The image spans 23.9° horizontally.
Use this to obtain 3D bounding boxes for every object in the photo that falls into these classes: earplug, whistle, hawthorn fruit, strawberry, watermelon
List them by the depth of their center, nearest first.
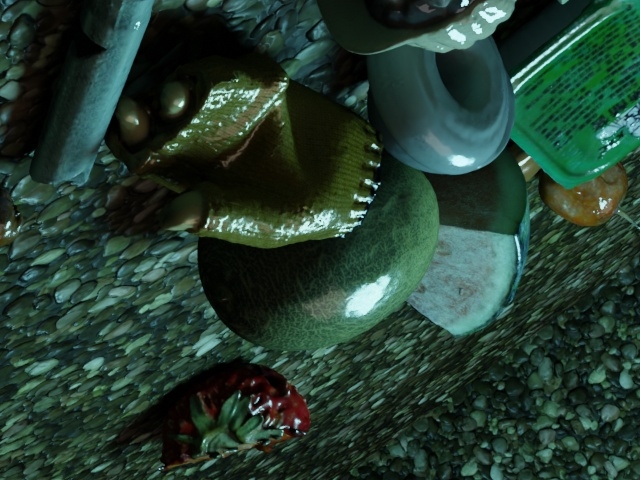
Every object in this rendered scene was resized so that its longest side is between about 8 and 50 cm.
[{"bbox_3d":[-0.213,-0.146,1.403,0.062,0.062,0.312,-22,159,-33],"label":"whistle"},{"bbox_3d":[-0.350,-0.016,1.508,0.103,0.067,0.067,-21,162,0],"label":"hawthorn fruit"},{"bbox_3d":[0.125,-0.168,1.710,0.175,0.214,0.325,-12,174,10],"label":"earplug"},{"bbox_3d":[0.164,-0.050,2.050,0.292,0.283,0.250,19,140,-41],"label":"watermelon"},{"bbox_3d":[0.448,-0.093,2.506,0.149,0.189,0.149,-21,128,-30],"label":"hawthorn fruit"},{"bbox_3d":[-0.134,0.286,2.528,0.253,0.150,0.280,-19,171,23],"label":"strawberry"}]

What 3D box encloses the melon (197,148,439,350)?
[{"bbox_3d":[0.000,0.000,1.841,0.329,0.248,0.248,-28,162,-36],"label":"melon"}]

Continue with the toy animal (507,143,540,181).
[{"bbox_3d":[0.302,-0.111,2.336,0.312,0.097,0.157,-37,156,5],"label":"toy animal"}]

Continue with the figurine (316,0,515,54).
[{"bbox_3d":[0.101,-0.294,1.371,0.204,0.185,0.332,4,162,-1],"label":"figurine"}]

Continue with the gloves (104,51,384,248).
[{"bbox_3d":[-0.081,-0.093,1.574,0.356,0.155,0.203,18,84,-51],"label":"gloves"}]

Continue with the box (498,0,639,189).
[{"bbox_3d":[0.359,-0.228,2.024,0.264,0.106,0.336,-37,147,13],"label":"box"}]

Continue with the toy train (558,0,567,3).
[{"bbox_3d":[0.337,-0.363,1.774,0.194,0.081,0.125,-37,172,3],"label":"toy train"}]
